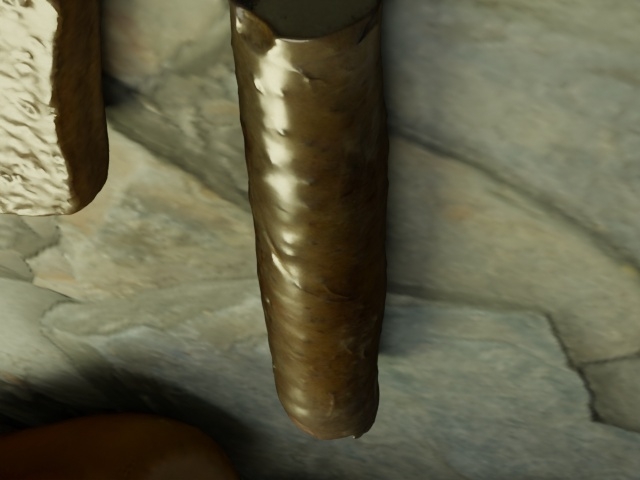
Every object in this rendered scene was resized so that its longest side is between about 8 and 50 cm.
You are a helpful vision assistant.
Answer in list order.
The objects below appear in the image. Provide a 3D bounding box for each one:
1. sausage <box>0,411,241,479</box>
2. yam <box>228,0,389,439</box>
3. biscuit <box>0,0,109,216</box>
[{"bbox_3d":[-0.148,0.143,0.787,0.105,0.105,0.274,37,146,-31],"label":"sausage"},{"bbox_3d":[0.000,0.000,0.526,0.046,0.046,0.264,12,148,10],"label":"yam"},{"bbox_3d":[-0.169,-0.081,0.492,0.215,0.034,0.182,18,150,5],"label":"biscuit"}]
